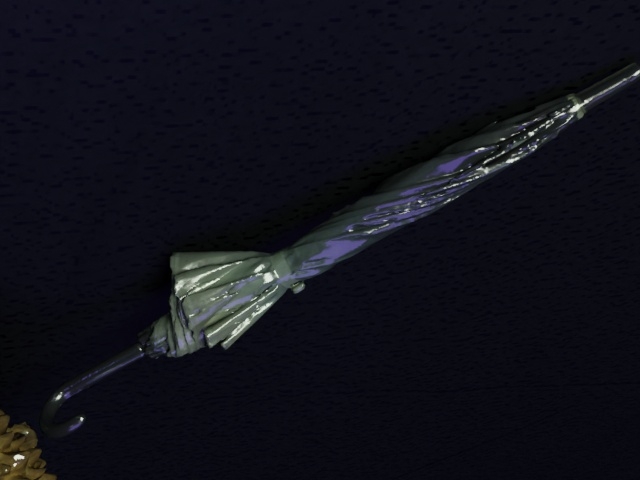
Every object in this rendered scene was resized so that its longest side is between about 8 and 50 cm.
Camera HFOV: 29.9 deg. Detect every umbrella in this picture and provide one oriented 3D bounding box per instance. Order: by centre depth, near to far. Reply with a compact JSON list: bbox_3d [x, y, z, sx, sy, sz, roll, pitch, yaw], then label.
[{"bbox_3d":[-0.001,-0.003,0.463,0.269,0.044,0.044,-32,123,7],"label":"umbrella"}]

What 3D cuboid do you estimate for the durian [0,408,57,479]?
[{"bbox_3d":[-0.178,0.087,0.449,0.148,0.091,0.188,-7,166,23],"label":"durian"}]
